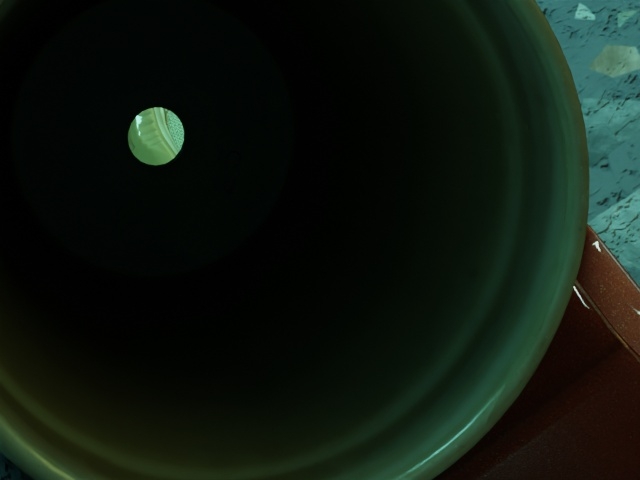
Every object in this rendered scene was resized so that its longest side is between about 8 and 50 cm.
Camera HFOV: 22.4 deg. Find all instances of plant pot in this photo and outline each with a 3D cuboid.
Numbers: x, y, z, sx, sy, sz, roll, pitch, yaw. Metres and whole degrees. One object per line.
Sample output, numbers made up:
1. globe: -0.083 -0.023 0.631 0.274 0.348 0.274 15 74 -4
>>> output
1. plant pot: -0.065 -0.038 0.862 0.323 0.323 0.280 44 -4 -20
2. plant pot: 0.097 0.099 1.048 0.267 0.236 0.267 35 17 -47

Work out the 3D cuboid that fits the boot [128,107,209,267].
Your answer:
1. boot: -0.086 -0.038 1.169 0.203 0.095 0.262 32 22 -51
